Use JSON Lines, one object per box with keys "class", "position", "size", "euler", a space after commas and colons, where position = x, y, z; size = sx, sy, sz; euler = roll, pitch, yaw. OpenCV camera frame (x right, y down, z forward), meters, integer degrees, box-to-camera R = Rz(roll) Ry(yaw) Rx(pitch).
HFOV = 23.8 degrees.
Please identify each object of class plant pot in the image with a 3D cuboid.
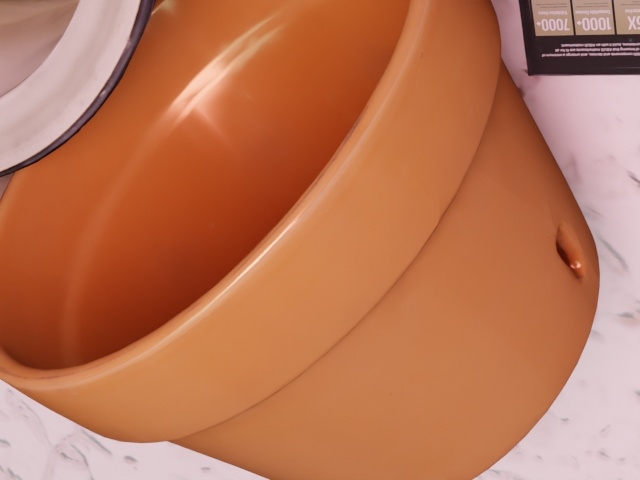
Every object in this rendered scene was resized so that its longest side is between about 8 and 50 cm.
{"class": "plant pot", "position": [0.000, 0.000, 0.749], "size": [0.291, 0.291, 0.203], "euler": [-24, 127, 35]}

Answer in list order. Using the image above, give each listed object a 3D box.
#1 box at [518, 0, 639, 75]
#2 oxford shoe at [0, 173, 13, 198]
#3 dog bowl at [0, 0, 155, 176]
{"class": "box", "position": [0.178, -0.154, 0.670], "size": [0.180, 0.077, 0.147], "euler": [2, 124, 23]}
{"class": "oxford shoe", "position": [-0.308, -0.054, 0.923], "size": [0.348, 0.130, 0.123], "euler": [21, 130, 9]}
{"class": "dog bowl", "position": [-0.234, -0.233, 0.749], "size": [0.408, 0.150, 0.408], "euler": [12, 128, 16]}
